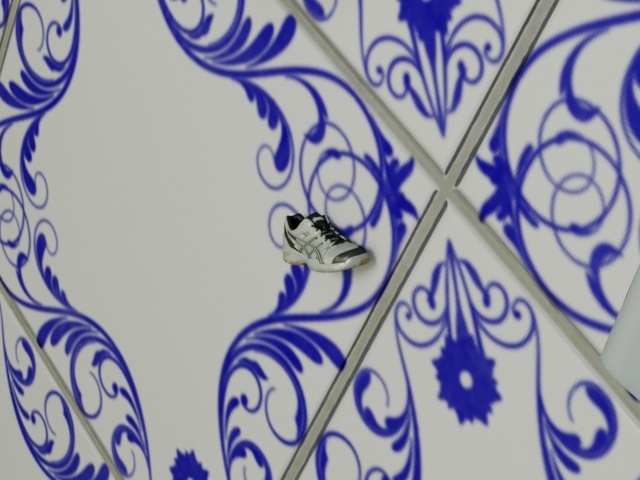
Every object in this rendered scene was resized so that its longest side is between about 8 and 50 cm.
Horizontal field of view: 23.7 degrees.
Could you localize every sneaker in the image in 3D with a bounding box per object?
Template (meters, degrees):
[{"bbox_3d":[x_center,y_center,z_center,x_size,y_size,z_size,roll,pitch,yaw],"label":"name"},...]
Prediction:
[{"bbox_3d":[0.000,0.000,1.038,0.083,0.032,0.037,10,107,50],"label":"sneaker"}]

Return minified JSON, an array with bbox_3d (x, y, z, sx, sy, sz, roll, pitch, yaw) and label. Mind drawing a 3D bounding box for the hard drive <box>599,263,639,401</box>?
[{"bbox_3d":[0.272,-0.019,0.679,0.233,0.047,0.353,43,131,37],"label":"hard drive"}]
